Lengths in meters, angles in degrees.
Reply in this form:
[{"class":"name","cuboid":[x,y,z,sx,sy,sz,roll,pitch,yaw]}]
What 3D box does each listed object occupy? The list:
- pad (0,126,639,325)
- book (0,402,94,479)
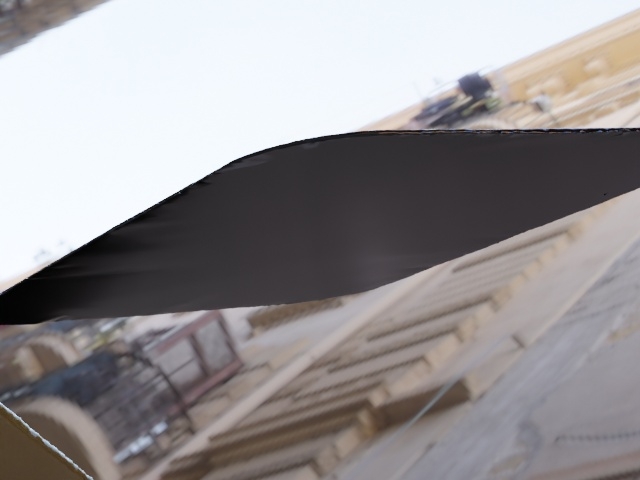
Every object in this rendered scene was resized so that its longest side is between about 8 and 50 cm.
[{"class":"pad","cuboid":[0.000,0.000,0.539,0.267,0.181,0.004,-24,-108,57]},{"class":"book","cuboid":[-0.180,0.261,0.910,0.032,0.269,0.389,2,-34,44]}]
